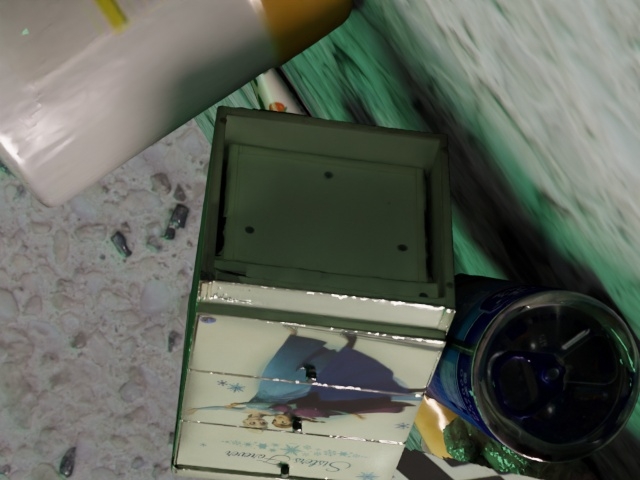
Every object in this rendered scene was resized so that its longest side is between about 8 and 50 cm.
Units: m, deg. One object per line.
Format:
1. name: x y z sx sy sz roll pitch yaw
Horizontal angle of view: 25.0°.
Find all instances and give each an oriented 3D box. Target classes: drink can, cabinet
1. drink can: 0.112 0.070 0.874 0.097 0.097 0.235 56 175 -3
2. cabinet: -0.009 0.044 0.905 0.206 0.145 0.150 104 171 -51

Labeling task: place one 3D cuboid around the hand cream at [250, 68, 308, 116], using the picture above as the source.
1. hand cream: -0.008 -0.070 1.406 0.276 0.059 0.095 61 173 -2

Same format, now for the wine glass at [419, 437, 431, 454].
1. wine glass: 0.192 0.279 1.598 0.195 0.079 0.079 53 175 41

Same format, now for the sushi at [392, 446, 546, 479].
1. sushi: 0.188 0.223 1.036 0.294 0.059 0.292 9 143 46

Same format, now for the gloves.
1. gloves: 0.163 0.179 1.172 0.110 0.094 0.144 46 173 -31

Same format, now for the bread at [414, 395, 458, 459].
1. bread: 0.107 0.117 1.283 0.173 0.085 0.134 61 -178 -35

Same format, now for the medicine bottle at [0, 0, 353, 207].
1. medicine bottle: -0.136 -0.175 0.869 0.238 0.232 0.238 56 174 8
